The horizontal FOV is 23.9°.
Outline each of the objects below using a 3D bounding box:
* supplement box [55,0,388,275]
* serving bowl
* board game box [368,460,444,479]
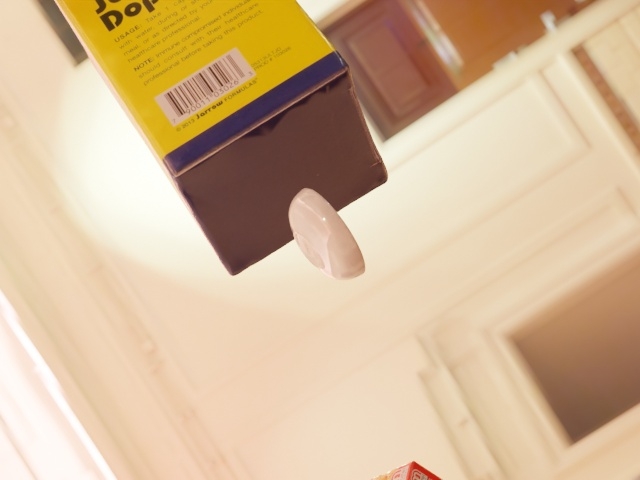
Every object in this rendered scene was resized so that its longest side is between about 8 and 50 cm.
[{"bbox_3d":[-0.115,-0.179,1.529,0.356,0.195,0.194,54,174,33],"label":"supplement box"},{"bbox_3d":[0.000,0.000,1.199,0.083,0.027,0.083,48,164,19],"label":"serving bowl"},{"bbox_3d":[0.026,0.303,1.410,0.045,0.193,0.146,35,-133,-22],"label":"board game box"}]
